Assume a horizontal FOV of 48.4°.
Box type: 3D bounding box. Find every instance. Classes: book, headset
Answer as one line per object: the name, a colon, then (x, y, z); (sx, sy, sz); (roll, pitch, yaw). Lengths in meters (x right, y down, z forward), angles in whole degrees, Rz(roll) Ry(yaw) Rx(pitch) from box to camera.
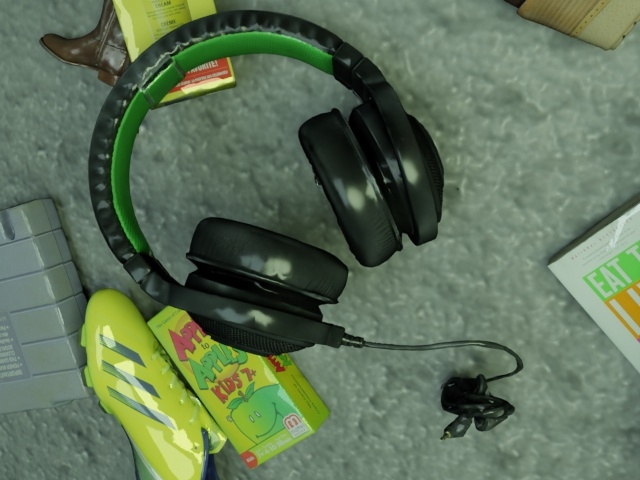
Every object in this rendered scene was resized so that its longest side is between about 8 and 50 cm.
book: (0.260, 0.044, 0.548); (0.144, 0.035, 0.096); (48, 118, 1)
headset: (0.000, 0.000, 0.576); (0.243, 0.185, 0.394); (-45, 82, -3)

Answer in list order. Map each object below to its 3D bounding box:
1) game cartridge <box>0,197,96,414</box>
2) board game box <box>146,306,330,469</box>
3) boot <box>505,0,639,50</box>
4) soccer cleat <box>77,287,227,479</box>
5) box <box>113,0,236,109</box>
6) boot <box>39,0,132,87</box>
game cartridge: (-0.419, 0.098, 0.842); (0.354, 0.068, 0.230); (-12, 103, 25)
board game box: (-0.083, 0.127, 0.710); (0.092, 0.043, 0.181); (-37, 88, 27)
boot: (0.179, -0.273, 0.461); (0.207, 0.090, 0.248); (39, 119, 7)
soccer cleat: (-0.158, 0.179, 0.737); (0.121, 0.093, 0.289); (-14, 100, 16)
box: (-0.144, -0.237, 0.613); (0.087, 0.058, 0.232); (-15, 99, -5)
boot: (-0.209, -0.216, 0.675); (0.106, 0.037, 0.114); (26, 114, 5)
